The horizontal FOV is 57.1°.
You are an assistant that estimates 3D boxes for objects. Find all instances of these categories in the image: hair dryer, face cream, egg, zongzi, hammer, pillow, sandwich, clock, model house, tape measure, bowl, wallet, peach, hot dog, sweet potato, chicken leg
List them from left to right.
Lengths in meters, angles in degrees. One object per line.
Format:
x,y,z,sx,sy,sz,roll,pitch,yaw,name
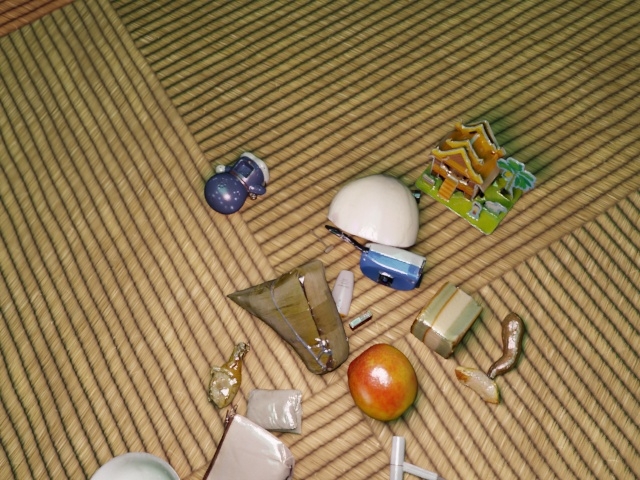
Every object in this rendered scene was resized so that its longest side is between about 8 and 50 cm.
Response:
-0.537,0.795,1.745,0.312,0.146,0.314,-1,67,3,bowl
-0.299,0.427,1.906,0.103,0.088,0.228,10,72,22,chicken leg
-0.312,-0.203,2.130,0.199,0.147,0.243,39,68,12,clock
-0.226,0.703,1.778,0.274,0.068,0.336,23,91,15,wallet
-0.149,0.537,1.858,0.181,0.078,0.134,-2,69,12,pillow
-0.107,0.286,1.935,0.392,0.174,0.356,-21,89,31,zongzi
0.000,0.000,2.091,0.035,0.019,0.110,-40,69,-11,hammer
0.070,0.192,1.992,0.072,0.051,0.182,13,71,9,face cream
0.170,0.064,1.946,0.351,0.215,0.098,22,72,11,tape measure
0.190,-0.120,1.948,0.336,0.337,0.201,17,105,10,egg
0.190,0.430,1.799,0.230,0.231,0.231,-1,68,3,peach
0.303,0.686,1.792,0.182,0.044,0.155,6,70,1,hair dryer
0.404,0.236,1.857,0.155,0.227,0.198,36,75,15,sandwich
0.532,-0.231,1.992,0.357,0.313,0.242,39,78,16,model house
0.498,0.444,1.855,0.169,0.078,0.061,39,44,6,hot dog
0.605,0.344,1.893,0.081,0.062,0.233,15,73,26,sweet potato

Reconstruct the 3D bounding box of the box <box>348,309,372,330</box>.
0.134,0.267,1.957,0.082,0.051,0.023,-32,71,-8,box

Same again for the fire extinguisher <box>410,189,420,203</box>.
0.271,-0.163,2.122,0.177,0.050,0.062,7,107,8,fire extinguisher
